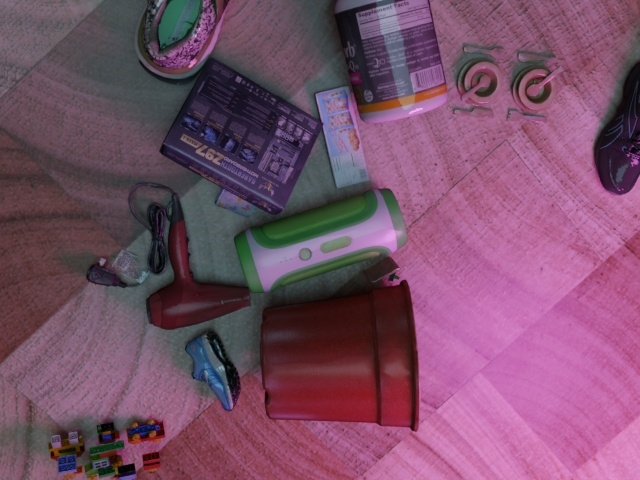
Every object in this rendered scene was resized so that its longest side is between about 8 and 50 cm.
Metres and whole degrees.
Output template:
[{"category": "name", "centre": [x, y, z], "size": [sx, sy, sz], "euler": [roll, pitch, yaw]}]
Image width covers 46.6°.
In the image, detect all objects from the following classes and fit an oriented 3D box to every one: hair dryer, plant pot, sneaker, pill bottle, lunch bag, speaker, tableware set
[{"category": "hair dryer", "centre": [-0.255, 0.054, 1.346], "size": [0.293, 0.080, 0.224], "euler": [32, 96, -14]}, {"category": "plant pot", "centre": [0.032, 0.215, 1.342], "size": [0.264, 0.272, 0.273], "euler": [-4, 103, 1]}, {"category": "sneaker", "centre": [-0.183, -0.447, 1.188], "size": [0.158, 0.182, 0.411], "euler": [18, 99, -11]}, {"category": "pill bottle", "centre": [0.114, -0.352, 1.264], "size": [0.162, 0.162, 0.279], "euler": [-16, 104, -4]}, {"category": "lunch bag", "centre": [-0.146, -0.086, 1.343], "size": [0.071, 0.053, 0.083], "euler": [22, 124, -13]}, {"category": "speaker", "centre": [0.000, 0.000, 1.345], "size": [0.296, 0.131, 0.131], "euler": [-17, 105, -4]}, {"category": "sneaker", "centre": [-0.206, 0.253, 1.419], "size": [0.073, 0.063, 0.162], "euler": [-19, 101, 15]}, {"category": "tableware set", "centre": [0.351, -0.287, 1.374], "size": [0.194, 0.039, 0.128], "euler": [4, 102, -9]}, {"category": "sneaker", "centre": [0.599, -0.212, 1.394], "size": [0.101, 0.106, 0.268], "euler": [10, 102, -11]}]

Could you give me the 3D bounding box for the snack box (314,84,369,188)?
[{"category": "snack box", "centre": [0.039, -0.189, 1.361], "size": [0.064, 0.022, 0.178], "euler": [-14, 104, -4]}]

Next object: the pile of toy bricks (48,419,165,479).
[{"category": "pile of toy bricks", "centre": [-0.398, 0.418, 1.408], "size": [0.212, 0.118, 0.105], "euler": [-7, 136, -15]}]

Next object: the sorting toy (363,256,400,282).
[{"category": "sorting toy", "centre": [0.119, 0.062, 1.399], "size": [0.062, 0.083, 0.012], "euler": [-26, 115, -2]}]

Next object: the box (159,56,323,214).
[{"category": "box", "centre": [-0.133, -0.178, 1.286], "size": [0.232, 0.059, 0.183], "euler": [28, 71, -13]}]
